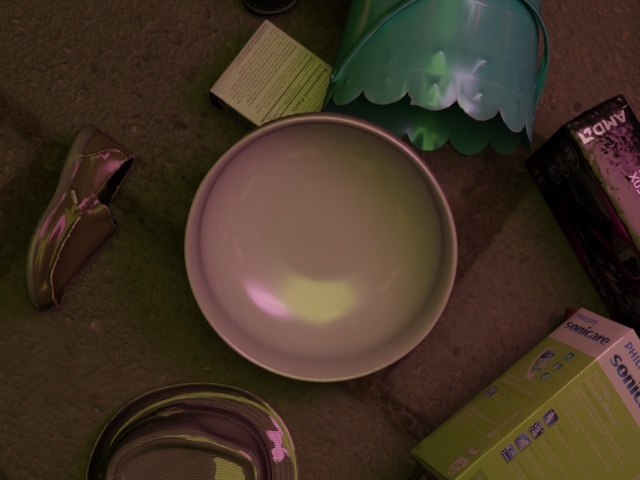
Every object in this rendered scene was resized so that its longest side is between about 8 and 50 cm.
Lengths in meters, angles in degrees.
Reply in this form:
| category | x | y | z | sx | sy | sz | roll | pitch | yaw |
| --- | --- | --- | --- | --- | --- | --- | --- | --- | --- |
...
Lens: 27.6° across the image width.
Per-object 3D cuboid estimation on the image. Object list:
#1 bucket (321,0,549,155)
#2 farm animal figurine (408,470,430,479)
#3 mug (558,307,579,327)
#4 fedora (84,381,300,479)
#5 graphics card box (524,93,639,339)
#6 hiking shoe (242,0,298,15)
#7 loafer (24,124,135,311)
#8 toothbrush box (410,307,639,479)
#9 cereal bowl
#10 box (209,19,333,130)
| category | x | y | z | sx | sy | sz | roll | pitch | yaw |
| --- | --- | --- | --- | --- | --- | --- | --- | --- | --- |
| bucket | 0.149 | -0.224 | 1.636 | 0.281 | 0.281 | 0.183 | 9 | 85 | -2 |
| farm animal figurine | 0.066 | 0.452 | 1.584 | 0.327 | 0.172 | 0.330 | -6 | 82 | -4 |
| mug | 0.339 | 0.196 | 1.671 | 0.150 | 0.113 | 0.169 | 33 | 84 | 4 |
| fedora | -0.160 | 0.297 | 1.619 | 0.275 | 0.124 | 0.243 | -1 | 82 | -3 |
| graphics card box | 0.405 | 0.016 | 1.639 | 0.094 | 0.233 | 0.371 | -27 | 85 | -6 |
| hiking shoe | -0.081 | -0.459 | 1.732 | 0.113 | 0.132 | 0.304 | -15 | 83 | -5 |
| loafer | -0.308 | -0.024 | 1.674 | 0.087 | 0.094 | 0.251 | 17 | 81 | 4 |
| toothbrush box | 0.286 | 0.253 | 1.550 | 0.283 | 0.122 | 0.206 | -39 | 110 | -9 |
| cereal bowl | 0.000 | 0.000 | 1.641 | 0.339 | 0.141 | 0.339 | 0 | 103 | 0 |
| box | -0.056 | -0.198 | 1.725 | 0.137 | 0.072 | 0.126 | 37 | 81 | 3 |
